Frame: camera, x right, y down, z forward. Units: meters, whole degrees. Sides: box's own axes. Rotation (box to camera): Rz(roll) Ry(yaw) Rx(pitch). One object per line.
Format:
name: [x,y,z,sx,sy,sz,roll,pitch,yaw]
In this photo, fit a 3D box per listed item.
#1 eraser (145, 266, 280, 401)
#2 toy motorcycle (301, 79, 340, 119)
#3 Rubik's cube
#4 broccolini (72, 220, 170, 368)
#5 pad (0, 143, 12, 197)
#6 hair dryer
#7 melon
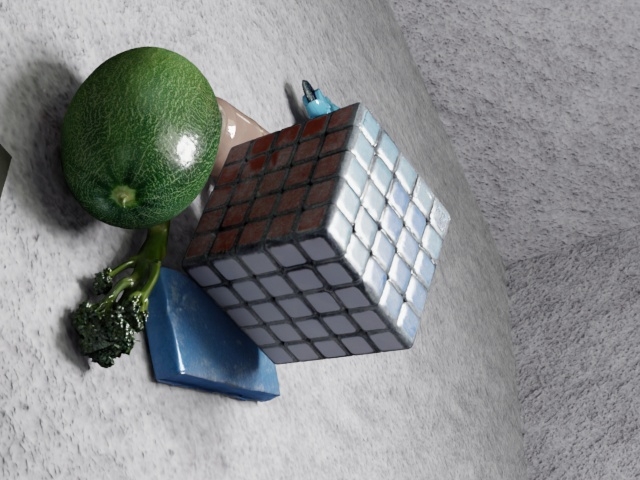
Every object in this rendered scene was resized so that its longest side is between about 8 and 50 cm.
eraser: [-0.139,0.130,1.489,0.312,0.043,0.144,31,43,-65]
toy motorcycle: [0.039,-0.197,2.257,0.272,0.124,0.182,47,19,-53]
Rubik's cube: [0.000,0.000,1.484,0.237,0.238,0.237,49,44,-35]
broccolini: [-0.227,0.011,1.347,0.074,0.079,0.392,51,17,-25]
pad: [-0.352,-0.061,1.089,0.190,0.004,0.127,-91,156,-44]
hair dryer: [-0.105,-0.032,1.623,0.189,0.107,0.344,31,39,-64]
melon: [-0.207,-0.116,1.298,0.287,0.182,0.182,-83,150,-58]
